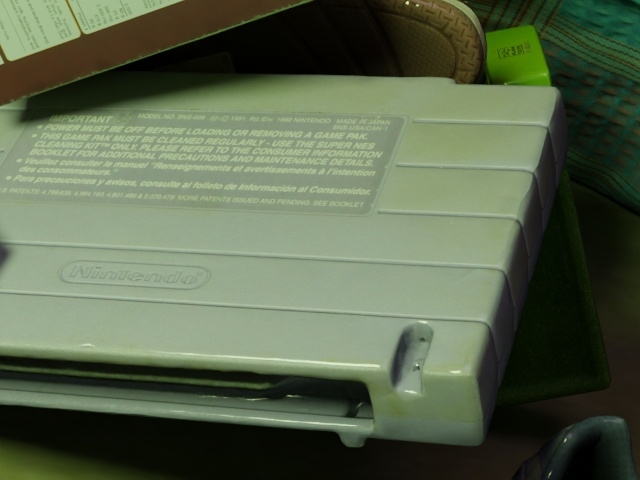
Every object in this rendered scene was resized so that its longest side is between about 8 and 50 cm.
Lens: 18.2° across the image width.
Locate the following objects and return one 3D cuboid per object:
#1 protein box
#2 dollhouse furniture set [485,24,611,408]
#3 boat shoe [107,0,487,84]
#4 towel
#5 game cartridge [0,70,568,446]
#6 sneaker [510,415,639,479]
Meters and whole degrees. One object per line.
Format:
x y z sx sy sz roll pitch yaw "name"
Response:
-0.085 -0.192 1.070 0.201 0.136 0.200 -16 20 18 "protein box"
0.000 0.000 1.174 0.301 0.151 0.197 -10 29 4 "dollhouse furniture set"
-0.024 -0.113 1.133 0.257 0.095 0.095 -1 25 21 "boat shoe"
0.086 -0.136 1.277 0.370 0.271 0.040 21 68 2 "towel"
-0.068 -0.001 0.999 0.355 0.068 0.230 3 36 18 "game cartridge"
0.148 0.204 0.913 0.111 0.121 0.300 1 38 -28 "sneaker"
